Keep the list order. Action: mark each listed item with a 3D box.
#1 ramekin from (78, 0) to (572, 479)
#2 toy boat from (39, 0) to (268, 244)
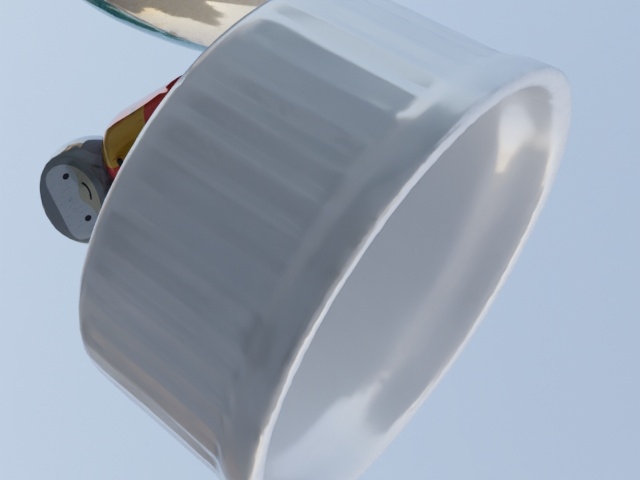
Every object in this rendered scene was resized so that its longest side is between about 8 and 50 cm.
[{"bbox_3d":[0.000,0.000,0.837,0.135,0.277,0.277,33,-66,19],"label":"ramekin"},{"bbox_3d":[-0.114,-0.154,1.014,0.148,0.267,0.318,-32,-134,38],"label":"toy boat"}]
